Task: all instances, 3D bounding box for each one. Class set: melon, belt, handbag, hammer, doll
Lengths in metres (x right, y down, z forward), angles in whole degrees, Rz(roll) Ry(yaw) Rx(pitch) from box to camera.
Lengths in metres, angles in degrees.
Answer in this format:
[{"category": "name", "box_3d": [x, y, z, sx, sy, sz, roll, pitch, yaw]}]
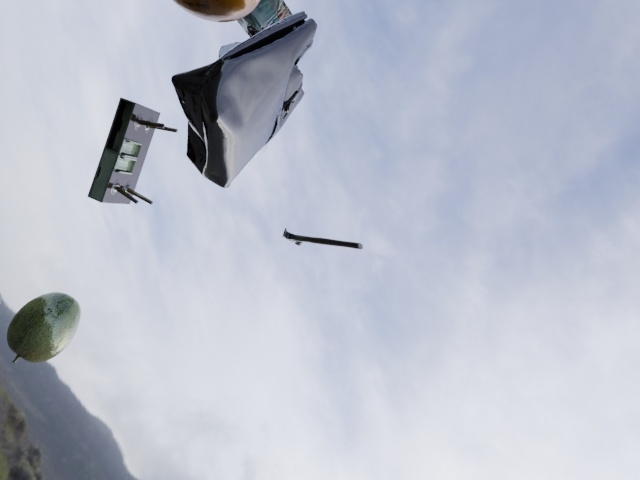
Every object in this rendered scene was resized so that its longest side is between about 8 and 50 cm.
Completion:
[{"category": "melon", "box_3d": [-0.653, 0.208, 1.323, 0.139, 0.192, 0.139, 30, -22, 13]}, {"category": "belt", "box_3d": [-0.177, -0.736, 1.901, 0.207, 0.150, 0.257, 39, -6, 49]}, {"category": "handbag", "box_3d": [-0.132, -0.277, 1.070, 0.152, 0.288, 0.342, 46, -19, 6]}, {"category": "hammer", "box_3d": [0.000, 0.000, 0.999, 0.182, 0.062, 0.017, 7, -103, 44]}, {"category": "doll", "box_3d": [-0.196, -0.544, 1.074, 0.213, 0.214, 0.235, -5, -118, 57]}]

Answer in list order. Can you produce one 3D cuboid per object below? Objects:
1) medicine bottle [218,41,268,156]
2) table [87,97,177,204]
[{"category": "medicine bottle", "box_3d": [-0.241, -0.442, 1.805, 0.190, 0.190, 0.332, 47, -38, 30]}, {"category": "table", "box_3d": [-0.428, -0.192, 1.317, 0.111, 0.121, 0.240, 22, -83, 10]}]
